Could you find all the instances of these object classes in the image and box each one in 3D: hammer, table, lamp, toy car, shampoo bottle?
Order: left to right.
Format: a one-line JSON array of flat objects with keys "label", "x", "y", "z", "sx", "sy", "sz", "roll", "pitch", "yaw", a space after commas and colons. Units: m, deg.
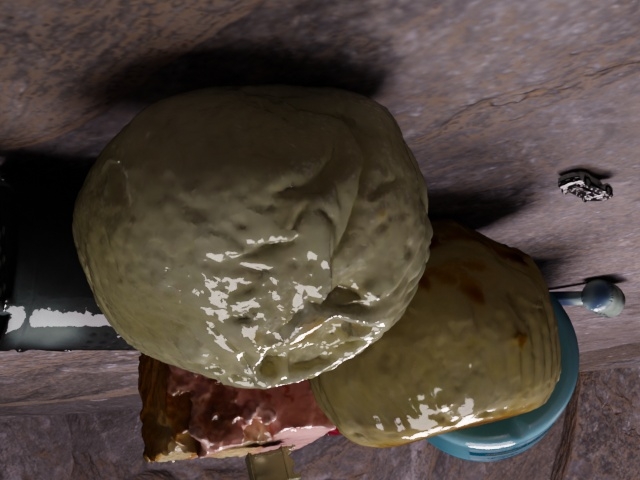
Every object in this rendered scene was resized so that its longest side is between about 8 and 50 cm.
[{"label": "lamp", "x": -0.265, "y": 0.023, "z": 1.233, "sx": 0.272, "sy": 0.204, "sz": 0.374, "roll": -3, "pitch": 164, "yaw": -12}, {"label": "table", "x": -0.082, "y": 0.394, "z": 1.850, "sx": 0.083, "sy": 0.062, "sz": 0.079, "roll": -10, "pitch": 163, "yaw": -11}, {"label": "shampoo bottle", "x": 0.300, "y": 0.236, "z": 1.981, "sx": 0.331, "sy": 0.331, "sz": 0.342, "roll": -6, "pitch": 164, "yaw": 6}, {"label": "hammer", "x": 0.502, "y": 0.117, "z": 2.124, "sx": 0.194, "sy": 0.069, "sz": 0.116, "roll": -3, "pitch": 169, "yaw": 31}, {"label": "toy car", "x": 0.349, "y": -0.070, "z": 1.395, "sx": 0.041, "sy": 0.025, "sz": 0.093, "roll": -15, "pitch": 159, "yaw": 42}]

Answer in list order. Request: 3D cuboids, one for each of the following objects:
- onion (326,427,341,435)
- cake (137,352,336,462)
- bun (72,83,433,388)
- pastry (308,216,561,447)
[{"label": "onion", "x": 0.057, "y": 0.288, "z": 2.307, "sx": 0.314, "sy": 0.232, "sz": 0.314, "roll": -30, "pitch": -163, "yaw": 10}, {"label": "cake", "x": -0.153, "y": 0.239, "z": 1.914, "sx": 0.307, "sy": 0.314, "sz": 0.293, "roll": 3, "pitch": 162, "yaw": -21}, {"label": "bun", "x": -0.055, "y": 0.014, "z": 1.034, "sx": 0.349, "sy": 0.227, "sz": 0.352, "roll": -27, "pitch": 144, "yaw": 5}, {"label": "pastry", "x": 0.153, "y": 0.126, "z": 1.540, "sx": 0.389, "sy": 0.312, "sz": 0.388, "roll": -14, "pitch": 172, "yaw": -2}]
